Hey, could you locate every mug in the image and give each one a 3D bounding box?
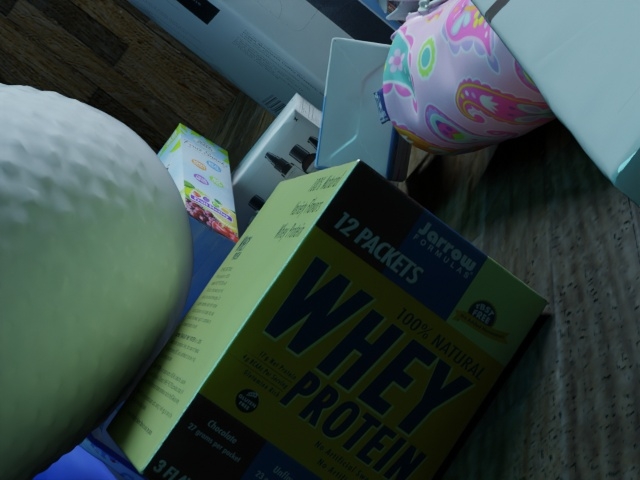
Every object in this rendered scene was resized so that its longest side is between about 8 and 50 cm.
[{"bbox_3d":[-0.258,0.075,0.913,0.328,0.276,0.374,-24,-46,-49],"label":"mug"}]

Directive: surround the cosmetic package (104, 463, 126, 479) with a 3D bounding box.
[{"bbox_3d":[-0.289,0.255,1.464,0.238,0.127,0.107,-52,11,14],"label":"cosmetic package"}]

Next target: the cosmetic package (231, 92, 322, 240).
[{"bbox_3d":[-0.061,-0.031,1.481,0.239,0.099,0.060,-50,11,19],"label":"cosmetic package"}]

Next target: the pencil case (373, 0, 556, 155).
[{"bbox_3d":[0.137,-0.136,0.943,0.124,0.124,0.284,-57,13,-17],"label":"pencil case"}]

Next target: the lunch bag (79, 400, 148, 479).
[{"bbox_3d":[-0.116,0.144,1.090,0.151,0.129,0.096,-31,24,57],"label":"lunch bag"}]

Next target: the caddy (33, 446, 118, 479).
[{"bbox_3d":[-0.278,0.298,1.180,0.241,0.179,0.341,-30,-10,-48],"label":"caddy"}]

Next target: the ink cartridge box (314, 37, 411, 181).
[{"bbox_3d":[0.043,-0.104,1.166,0.181,0.061,0.104,-9,-73,-81],"label":"ink cartridge box"}]

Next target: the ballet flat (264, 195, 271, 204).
[{"bbox_3d":[-0.037,0.011,1.349,0.067,0.073,0.206,-21,30,25],"label":"ballet flat"}]

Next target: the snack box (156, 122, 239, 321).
[{"bbox_3d":[-0.161,0.003,1.414,0.174,0.070,0.207,-51,22,18],"label":"snack box"}]

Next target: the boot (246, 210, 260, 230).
[{"bbox_3d":[0.000,0.000,1.145,0.246,0.094,0.207,-53,13,33],"label":"boot"}]

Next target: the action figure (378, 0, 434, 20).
[{"bbox_3d":[0.120,-0.218,1.173,0.285,0.185,0.099,-124,41,-82],"label":"action figure"}]

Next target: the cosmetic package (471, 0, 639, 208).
[{"bbox_3d":[0.193,-0.102,0.530,0.217,0.156,0.385,-49,11,12],"label":"cosmetic package"}]

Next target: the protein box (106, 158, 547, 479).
[{"bbox_3d":[-0.006,0.078,0.833,0.201,0.136,0.200,-55,11,-9],"label":"protein box"}]

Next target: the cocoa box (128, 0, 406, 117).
[{"bbox_3d":[-0.040,-0.304,1.583,0.228,0.347,0.231,-55,11,-12],"label":"cocoa box"}]
